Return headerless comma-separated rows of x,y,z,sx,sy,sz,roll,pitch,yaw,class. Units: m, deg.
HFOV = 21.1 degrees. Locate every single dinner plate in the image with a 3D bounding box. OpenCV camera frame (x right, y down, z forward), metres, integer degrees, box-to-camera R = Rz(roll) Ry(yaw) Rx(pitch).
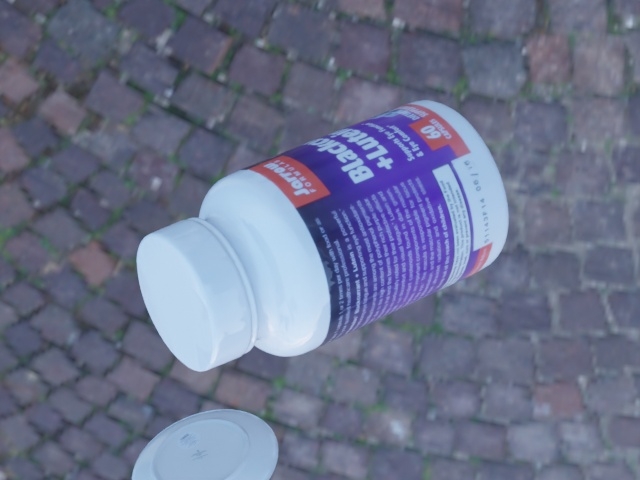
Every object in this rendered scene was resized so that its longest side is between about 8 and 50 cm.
-0.109,0.203,1.585,0.141,0.141,0.017,-4,128,18,dinner plate

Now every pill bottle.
0.000,0.000,0.956,0.108,0.194,0.108,39,141,40,pill bottle
